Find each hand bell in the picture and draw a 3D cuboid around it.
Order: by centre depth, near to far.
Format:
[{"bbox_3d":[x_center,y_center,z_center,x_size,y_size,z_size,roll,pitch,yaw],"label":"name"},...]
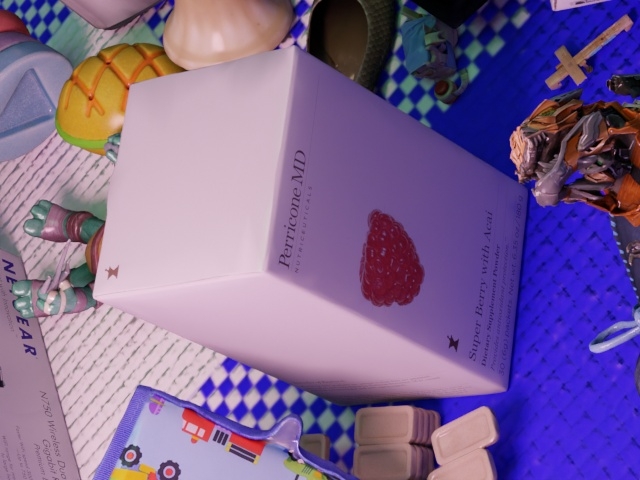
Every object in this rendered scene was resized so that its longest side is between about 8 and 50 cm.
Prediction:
[{"bbox_3d":[-0.114,-0.277,1.744,0.126,0.242,0.126,-9,47,10],"label":"hand bell"}]

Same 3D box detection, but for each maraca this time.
[{"bbox_3d":[-0.163,-0.138,1.851,0.186,0.099,0.127,-14,45,12],"label":"maraca"}]

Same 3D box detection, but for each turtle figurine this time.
[{"bbox_3d":[-0.199,0.005,1.799,0.234,0.118,0.175,-15,45,54],"label":"turtle figurine"}]

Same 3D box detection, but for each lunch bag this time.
[{"bbox_3d":[-0.084,0.259,1.443,0.138,0.221,0.293,141,154,-88],"label":"lunch bag"}]

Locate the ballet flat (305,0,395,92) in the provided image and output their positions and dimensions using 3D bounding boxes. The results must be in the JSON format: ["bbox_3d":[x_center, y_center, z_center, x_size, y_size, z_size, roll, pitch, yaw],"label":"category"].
[{"bbox_3d":[0.012,-0.148,1.720,0.084,0.058,0.250,-9,65,39],"label":"ballet flat"}]

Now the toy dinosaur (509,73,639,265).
[{"bbox_3d":[0.291,-0.044,1.249,0.322,0.164,0.218,-17,46,0],"label":"toy dinosaur"}]

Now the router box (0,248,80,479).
[{"bbox_3d":[-0.374,0.111,1.775,0.082,0.301,0.335,-40,49,22],"label":"router box"}]

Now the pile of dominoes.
[{"bbox_3d":[0.062,0.254,1.515,0.196,0.040,0.251,-8,73,40],"label":"pile of dominoes"}]

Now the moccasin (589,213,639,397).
[{"bbox_3d":[0.265,0.073,1.311,0.137,0.117,0.342,101,153,-43],"label":"moccasin"}]

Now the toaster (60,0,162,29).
[{"bbox_3d":[-0.195,-0.311,1.924,0.227,0.146,0.129,-26,56,31],"label":"toaster"}]

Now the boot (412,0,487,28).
[{"bbox_3d":[0.083,-0.426,1.728,0.367,0.146,0.445,-55,45,4],"label":"boot"}]

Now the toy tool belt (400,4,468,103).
[{"bbox_3d":[0.089,-0.157,1.660,0.052,0.051,0.083,-30,53,29],"label":"toy tool belt"}]

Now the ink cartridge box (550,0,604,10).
[{"bbox_3d":[0.260,-0.296,1.519,0.224,0.045,0.223,-11,63,-2],"label":"ink cartridge box"}]

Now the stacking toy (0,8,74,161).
[{"bbox_3d":[-0.384,-0.086,1.911,0.130,0.309,0.279,41,117,26],"label":"stacking toy"}]

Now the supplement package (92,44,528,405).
[{"bbox_3d":[0.000,0.000,1.493,0.175,0.293,0.177,-8,66,40],"label":"supplement package"}]

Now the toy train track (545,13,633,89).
[{"bbox_3d":[0.216,-0.148,1.569,0.083,0.014,0.048,-40,41,14],"label":"toy train track"}]
